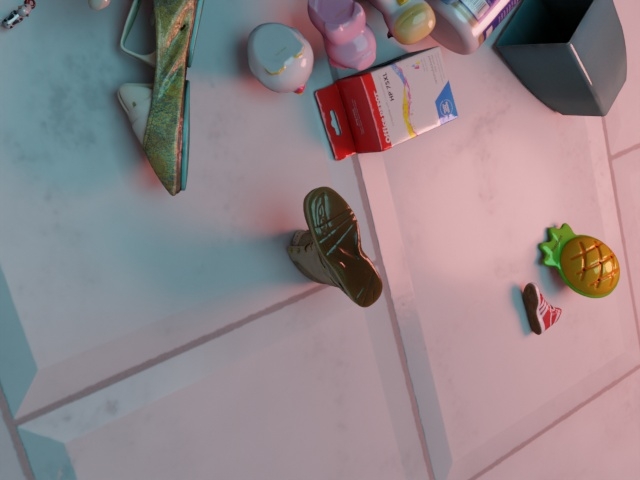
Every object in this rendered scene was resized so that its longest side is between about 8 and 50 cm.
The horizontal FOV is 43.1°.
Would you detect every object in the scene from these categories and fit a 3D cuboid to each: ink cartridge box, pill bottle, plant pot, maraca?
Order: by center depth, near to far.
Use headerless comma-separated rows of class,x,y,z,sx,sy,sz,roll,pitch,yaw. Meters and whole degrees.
ink cartridge box,0.116,-0.235,1.395,0.231,0.078,0.134,-27,108,-29
pill bottle,0.291,-0.467,1.412,0.264,0.153,0.153,-48,118,-2
plant pot,0.494,-0.358,1.592,0.234,0.166,0.165,47,69,-36
maraca,0.542,0.043,1.691,0.186,0.099,0.127,34,71,-4

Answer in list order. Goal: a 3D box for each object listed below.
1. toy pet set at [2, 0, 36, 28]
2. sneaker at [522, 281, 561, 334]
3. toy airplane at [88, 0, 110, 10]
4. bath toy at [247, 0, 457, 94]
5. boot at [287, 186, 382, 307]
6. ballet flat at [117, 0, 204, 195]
toy pet set,-0.435,-0.316,1.032,0.122,0.065,0.114,45,70,-27
sneaker,0.457,0.129,1.669,0.067,0.042,0.118,-26,115,-25
toy airplane,-0.360,-0.452,0.959,0.385,0.272,0.385,-16,77,-30
bath toy,0.051,-0.332,1.260,0.348,0.129,0.151,-31,80,-2
boot,0.000,0.000,1.283,0.077,0.165,0.213,-38,119,-19
ballet flat,-0.231,-0.241,1.157,0.123,0.123,0.348,6,91,-34
